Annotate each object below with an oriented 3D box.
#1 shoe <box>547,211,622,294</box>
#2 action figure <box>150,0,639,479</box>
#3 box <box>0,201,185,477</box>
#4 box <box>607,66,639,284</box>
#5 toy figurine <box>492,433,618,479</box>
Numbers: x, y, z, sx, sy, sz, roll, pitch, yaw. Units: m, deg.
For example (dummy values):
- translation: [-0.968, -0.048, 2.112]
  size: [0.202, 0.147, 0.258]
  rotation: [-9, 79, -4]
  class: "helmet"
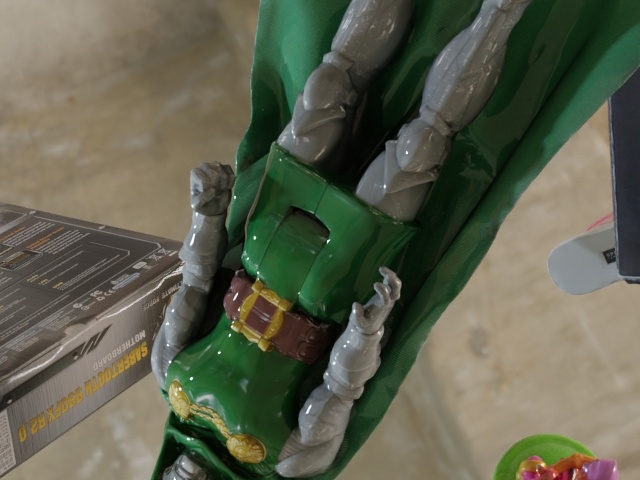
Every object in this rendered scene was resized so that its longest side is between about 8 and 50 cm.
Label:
- translation: [0.274, -0.005, 1.349]
  size: [0.178, 0.063, 0.081]
  rotation: [-18, 8, 35]
  class: "shoe"
- translation: [0.000, 0.000, 0.541]
  size: [0.063, 0.137, 0.232]
  rotation: [-10, -51, -60]
  class: "action figure"
- translation: [-0.201, 0.056, 0.953]
  size: [0.231, 0.183, 0.056]
  rotation: [-35, -52, -48]
  class: "box"
- translation: [0.305, -0.159, 0.793]
  size: [0.179, 0.313, 0.343]
  rotation: [-33, -58, -59]
  class: "box"
- translation: [0.133, 0.166, 0.877]
  size: [0.130, 0.173, 0.159]
  rotation: [16, -22, -2]
  class: "toy figurine"
